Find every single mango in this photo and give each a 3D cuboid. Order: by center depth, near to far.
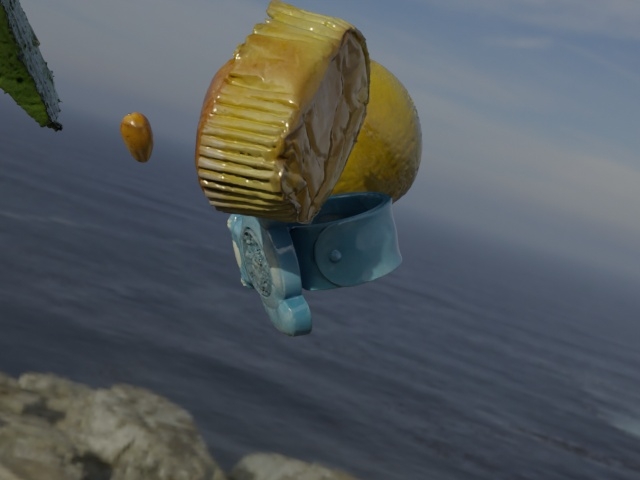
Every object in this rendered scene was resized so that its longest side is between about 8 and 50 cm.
[{"bbox_3d":[-0.275,-0.153,1.631,0.046,0.089,0.060,-25,47,-22],"label":"mango"}]

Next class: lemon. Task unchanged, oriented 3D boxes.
[{"bbox_3d":[0.035,-0.161,1.626,0.236,0.236,0.263,18,-17,24],"label":"lemon"}]

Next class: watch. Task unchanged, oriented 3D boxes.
[{"bbox_3d":[0.000,0.000,1.399,0.193,0.211,0.211,-16,17,-19],"label":"watch"}]

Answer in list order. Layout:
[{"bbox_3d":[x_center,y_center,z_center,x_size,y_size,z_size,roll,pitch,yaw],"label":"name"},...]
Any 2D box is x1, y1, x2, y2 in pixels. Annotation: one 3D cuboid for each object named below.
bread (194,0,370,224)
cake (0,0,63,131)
[{"bbox_3d":[-0.043,-0.140,1.215,0.133,0.250,0.179,11,-26,24],"label":"bread"},{"bbox_3d":[-0.382,-0.231,1.251,0.099,0.235,0.100,-15,34,3],"label":"cake"}]
